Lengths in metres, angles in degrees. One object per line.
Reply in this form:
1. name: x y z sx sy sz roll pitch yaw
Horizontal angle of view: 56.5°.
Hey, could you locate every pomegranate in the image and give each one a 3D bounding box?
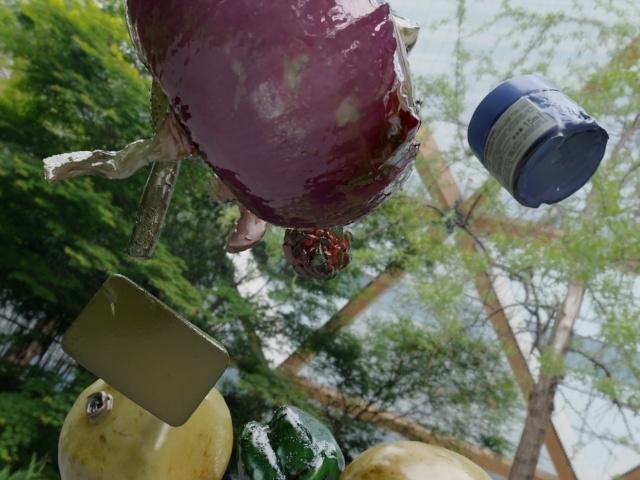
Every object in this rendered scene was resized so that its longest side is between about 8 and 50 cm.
1. pomegranate: -0.340 0.398 1.172 0.332 0.333 0.333 23 -21 9
2. pomegranate: 0.112 0.334 0.653 0.215 0.216 0.215 23 -21 9

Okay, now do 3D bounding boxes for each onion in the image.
1. onion: -0.063 -0.169 0.635 0.344 0.359 0.358 -23 -45 25

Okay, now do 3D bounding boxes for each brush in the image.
1. brush: -0.231 0.146 0.801 0.197 0.123 0.059 38 -9 -9

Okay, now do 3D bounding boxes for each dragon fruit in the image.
1. dragon fruit: -0.004 0.007 1.458 0.182 0.188 0.182 30 -36 25

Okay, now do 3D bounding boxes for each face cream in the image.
1. face cream: 0.505 -0.228 1.401 0.249 0.248 0.225 49 12 -46

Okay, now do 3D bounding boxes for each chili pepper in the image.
1. chili pepper: -0.070 0.507 1.301 0.256 0.233 0.249 -137 -137 -55

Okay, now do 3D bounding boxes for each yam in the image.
1. yam: -0.383 -0.100 1.388 0.071 0.318 0.067 0 -23 28

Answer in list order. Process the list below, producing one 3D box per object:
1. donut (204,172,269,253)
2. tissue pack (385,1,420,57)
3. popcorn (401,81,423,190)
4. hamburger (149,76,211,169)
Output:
1. donut: -0.156 -0.060 1.179 0.116 0.166 0.065 -10 -2 -28
2. tissue pack: -0.002 -0.262 1.041 0.194 0.376 0.390 10 28 -29
3. popcorn: 0.116 -0.286 1.501 0.280 0.316 0.297 27 19 16
4. hamburger: -0.264 -0.286 1.265 0.192 0.288 0.167 -12 -2 31
